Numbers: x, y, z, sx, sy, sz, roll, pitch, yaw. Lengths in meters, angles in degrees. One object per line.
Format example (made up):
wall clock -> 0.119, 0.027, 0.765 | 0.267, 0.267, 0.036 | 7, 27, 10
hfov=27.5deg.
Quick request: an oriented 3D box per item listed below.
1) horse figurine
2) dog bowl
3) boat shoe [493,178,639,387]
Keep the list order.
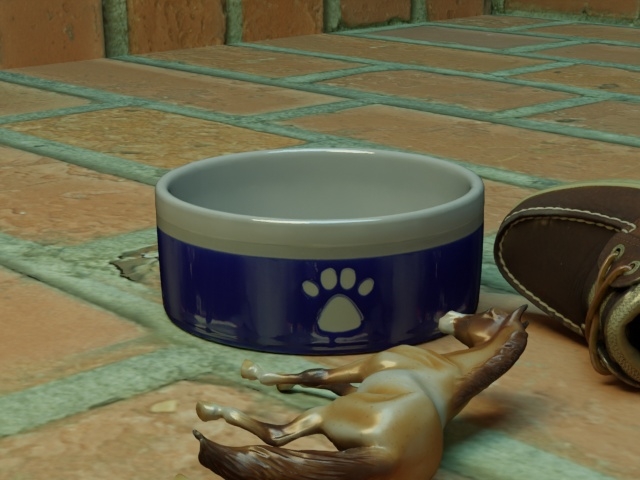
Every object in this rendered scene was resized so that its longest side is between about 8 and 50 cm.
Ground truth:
horse figurine -> 0.020, 0.102, 0.776 | 0.175, 0.066, 0.263 | -1, 12, 19
dog bowl -> 0.000, 0.000, 1.065 | 0.265, 0.104, 0.265 | -1, 16, 0
boat shoe -> 0.237, 0.041, 0.900 | 0.123, 0.123, 0.342 | -12, 26, -40
